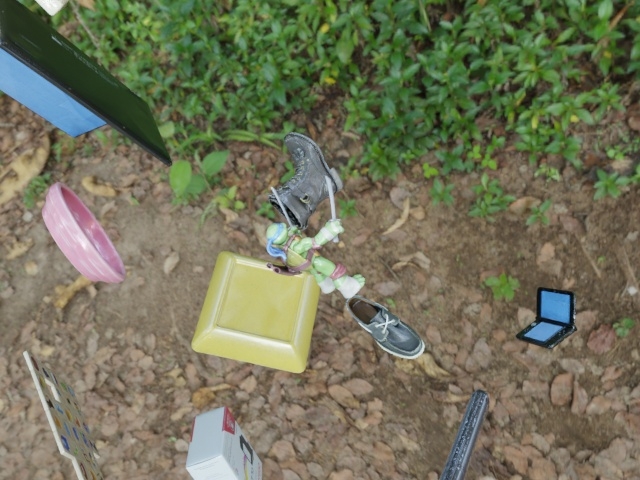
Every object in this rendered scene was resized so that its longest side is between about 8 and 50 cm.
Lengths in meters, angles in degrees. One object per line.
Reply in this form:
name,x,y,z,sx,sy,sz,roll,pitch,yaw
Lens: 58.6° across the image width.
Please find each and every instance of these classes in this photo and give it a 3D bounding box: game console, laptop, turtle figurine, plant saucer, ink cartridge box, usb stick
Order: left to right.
laptop,-0.563,-0.289,1.173,0.236,0.382,0.408,-41,48,10
plant saucer,-0.684,-0.008,1.636,0.084,0.332,0.332,-32,48,-9
ink cartridge box,-0.176,0.425,1.080,0.072,0.175,0.127,-21,27,5
plant saucer,-0.175,0.188,1.669,0.333,0.081,0.332,12,59,-2
turtle figurine,0.000,0.000,1.399,0.198,0.266,0.274,-24,34,28
usb stick,0.279,0.413,1.125,0.045,0.077,0.278,13,40,25
game console,0.460,0.157,1.172,0.107,0.071,0.122,-33,8,-11

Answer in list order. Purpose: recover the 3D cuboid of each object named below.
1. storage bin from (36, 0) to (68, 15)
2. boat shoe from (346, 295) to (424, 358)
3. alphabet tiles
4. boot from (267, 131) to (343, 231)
storage bin,-0.154,-0.326,0.331,0.262,0.260,0.123,-50,16,-20
boat shoe,0.156,0.214,1.427,0.233,0.079,0.084,35,79,36
alphabet tiles,-0.433,0.322,0.991,0.009,0.198,0.237,-29,61,-16
boot,-0.073,-0.181,1.695,0.263,0.091,0.229,48,58,3
